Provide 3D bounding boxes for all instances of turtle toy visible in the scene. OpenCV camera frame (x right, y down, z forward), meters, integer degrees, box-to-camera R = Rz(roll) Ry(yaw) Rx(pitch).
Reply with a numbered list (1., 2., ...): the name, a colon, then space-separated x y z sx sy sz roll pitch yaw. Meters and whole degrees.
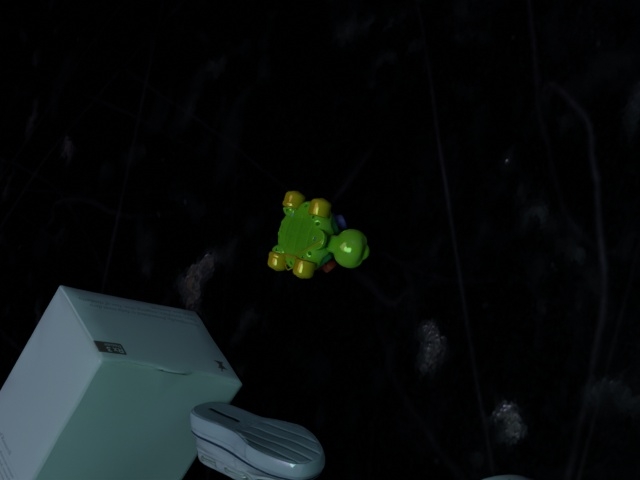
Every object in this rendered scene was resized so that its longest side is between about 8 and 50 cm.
1. turtle toy: 0.000 0.000 1.977 0.130 0.066 0.095 17 92 50

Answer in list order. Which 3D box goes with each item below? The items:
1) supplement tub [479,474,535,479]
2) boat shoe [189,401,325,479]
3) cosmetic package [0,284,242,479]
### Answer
1. supplement tub: 0.227 0.368 1.496 0.338 0.207 0.207 36 106 48
2. boat shoe: -0.069 0.249 1.990 0.226 0.083 0.076 20 119 54
3. cosmetic package: -0.293 0.260 2.129 0.385 0.217 0.156 -58 43 18
